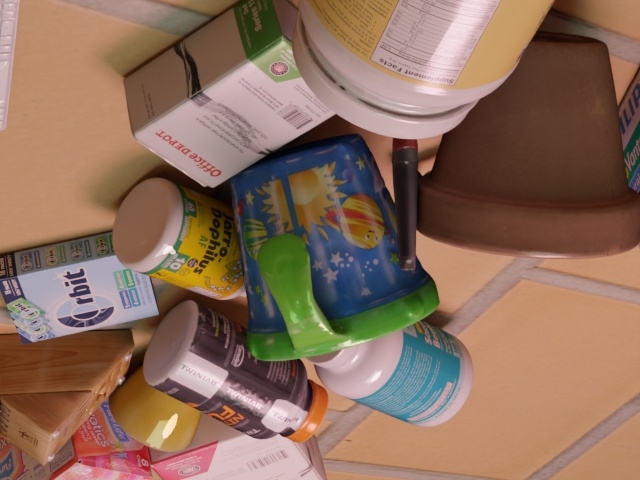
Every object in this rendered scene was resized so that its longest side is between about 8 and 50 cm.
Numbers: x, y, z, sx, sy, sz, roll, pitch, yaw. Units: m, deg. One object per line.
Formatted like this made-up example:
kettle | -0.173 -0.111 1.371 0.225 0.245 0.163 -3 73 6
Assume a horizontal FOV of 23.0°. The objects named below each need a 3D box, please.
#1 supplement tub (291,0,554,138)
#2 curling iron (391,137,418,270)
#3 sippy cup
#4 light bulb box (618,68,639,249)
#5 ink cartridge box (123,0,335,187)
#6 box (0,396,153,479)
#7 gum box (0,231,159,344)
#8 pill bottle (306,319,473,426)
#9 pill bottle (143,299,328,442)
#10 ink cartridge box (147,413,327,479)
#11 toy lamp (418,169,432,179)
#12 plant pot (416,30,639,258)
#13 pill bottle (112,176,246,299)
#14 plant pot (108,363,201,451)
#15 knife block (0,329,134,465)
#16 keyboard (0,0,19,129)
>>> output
supplement tub | 0.117 -0.280 1.513 0.241 0.241 0.331 1 143 -22
curling iron | 0.082 -0.102 1.770 0.068 0.274 0.035 -9 -178 18
sippy cup | 0.000 0.000 1.847 0.240 0.224 0.305 -19 -172 -19
light bulb box | 0.580 -0.054 1.910 0.358 0.361 0.225 -3 143 -17
ink cartridge box | -0.091 -0.165 1.734 0.208 0.087 0.153 -30 144 19
box | -0.396 0.338 2.282 0.142 0.154 0.300 21 131 -41
gum box | -0.309 0.059 2.012 0.184 0.041 0.157 -13 146 -5
pill bottle | 0.089 0.166 2.227 0.146 0.146 0.264 -34 142 26
pill bottle | -0.108 0.188 2.143 0.245 0.130 0.130 30 128 -25
ink cartridge box | -0.126 0.320 2.391 0.207 0.117 0.283 -19 146 6
toy lamp | 0.231 -0.105 1.953 0.274 0.080 0.080 -22 146 8
plant pot | 0.244 -0.117 1.782 0.263 0.263 0.229 -1 104 -20
pill bottle | -0.141 0.007 1.934 0.117 0.118 0.208 -37 140 29
plant pot | -0.217 0.215 2.211 0.134 0.134 0.095 14 120 -36
knife block | -0.420 0.174 2.117 0.276 0.242 0.088 -49 169 -38
keyboard | -0.339 -0.188 1.560 0.072 0.014 0.256 -4 146 -19
